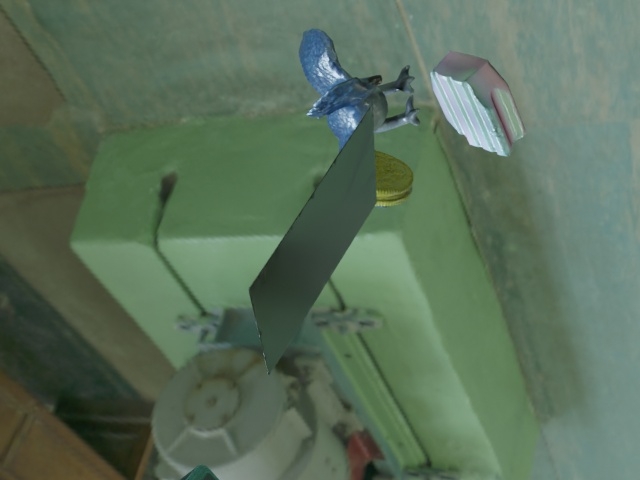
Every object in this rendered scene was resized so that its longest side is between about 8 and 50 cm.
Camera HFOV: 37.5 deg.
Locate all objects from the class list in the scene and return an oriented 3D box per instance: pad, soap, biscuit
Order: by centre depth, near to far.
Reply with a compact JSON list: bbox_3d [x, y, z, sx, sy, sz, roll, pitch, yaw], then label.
[{"bbox_3d":[0.000,0.000,0.723,0.004,0.190,0.127,21,149,18],"label":"pad"},{"bbox_3d":[0.057,-0.066,0.986,0.084,0.084,0.023,12,126,4],"label":"biscuit"},{"bbox_3d":[0.213,-0.191,1.297,0.100,0.056,0.149,24,158,42],"label":"soap"}]

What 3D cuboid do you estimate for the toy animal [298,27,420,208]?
[{"bbox_3d":[0.029,-0.156,1.097,0.176,0.239,0.255,-14,172,-25],"label":"toy animal"}]

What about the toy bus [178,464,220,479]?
[{"bbox_3d":[-0.205,0.383,1.079,0.256,0.147,0.128,-39,89,19],"label":"toy bus"}]
